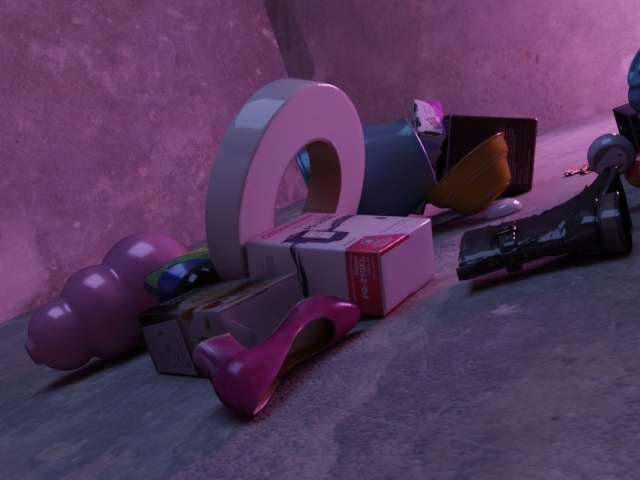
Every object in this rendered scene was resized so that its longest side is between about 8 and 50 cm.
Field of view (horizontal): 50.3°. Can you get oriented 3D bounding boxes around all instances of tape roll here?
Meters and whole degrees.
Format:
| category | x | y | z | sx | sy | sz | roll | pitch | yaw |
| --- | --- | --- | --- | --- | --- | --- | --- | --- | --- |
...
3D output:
| category | x | y | z | sx | sy | sz | roll | pitch | yaw |
| --- | --- | --- | --- | --- | --- | --- | --- | --- | --- |
| tape roll | -0.047 | -0.079 | 1.176 | 0.072 | 0.392 | 0.392 | 17 | 25 | 29 |

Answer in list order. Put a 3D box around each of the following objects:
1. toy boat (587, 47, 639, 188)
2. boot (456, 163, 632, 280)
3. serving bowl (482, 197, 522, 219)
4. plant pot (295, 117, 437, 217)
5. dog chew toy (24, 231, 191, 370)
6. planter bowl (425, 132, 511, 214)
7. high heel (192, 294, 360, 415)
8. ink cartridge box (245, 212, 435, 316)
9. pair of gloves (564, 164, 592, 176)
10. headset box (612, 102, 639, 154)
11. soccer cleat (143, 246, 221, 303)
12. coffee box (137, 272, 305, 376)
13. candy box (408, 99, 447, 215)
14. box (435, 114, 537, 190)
| category | x | y | z | sx | sy | sz | roll | pitch | yaw |
| --- | --- | --- | --- | --- | --- | --- | --- | --- | --- |
| toy boat | 0.532 | -0.228 | 1.052 | 0.148 | 0.318 | 0.267 | 24 | -6 | 2 |
| boot | 0.309 | -0.023 | 0.962 | 0.228 | 0.091 | 0.263 | -14 | 11 | 27 |
| serving bowl | 0.369 | -0.069 | 1.395 | 0.083 | 0.027 | 0.083 | -19 | 8 | 3 |
| plant pot | 0.106 | -0.133 | 1.485 | 0.255 | 0.272 | 0.272 | -24 | 7 | 3 |
| dog chew toy | -0.384 | 0.123 | 1.268 | 0.331 | 0.207 | 0.206 | -33 | 13 | -30 |
| planter bowl | 0.331 | -0.118 | 1.431 | 0.217 | 0.090 | 0.217 | -37 | -13 | -10 |
| high heel | -0.021 | 0.133 | 0.804 | 0.244 | 0.082 | 0.117 | -7 | 30 | -40 |
| ink cartridge box | 0.030 | 0.029 | 1.041 | 0.237 | 0.100 | 0.172 | 4 | 19 | 34 |
| pair of gloves | 0.608 | -0.165 | 1.569 | 0.074 | 0.010 | 0.083 | -22 | 9 | -22 |
| headset box | 0.701 | -0.221 | 1.277 | 0.282 | 0.131 | 0.246 | -16 | 8 | 19 |
| soccer cleat | -0.196 | 0.035 | 1.230 | 0.121 | 0.094 | 0.289 | 13 | 25 | 26 |
| coffee box | -0.143 | 0.122 | 0.986 | 0.141 | 0.098 | 0.246 | -24 | 9 | -39 |
| candy box | 0.241 | -0.202 | 1.668 | 0.071 | 0.234 | 0.159 | 7 | 40 | -3 |
| box | 0.388 | -0.209 | 1.620 | 0.203 | 0.167 | 0.168 | 3 | 9 | 0 |
